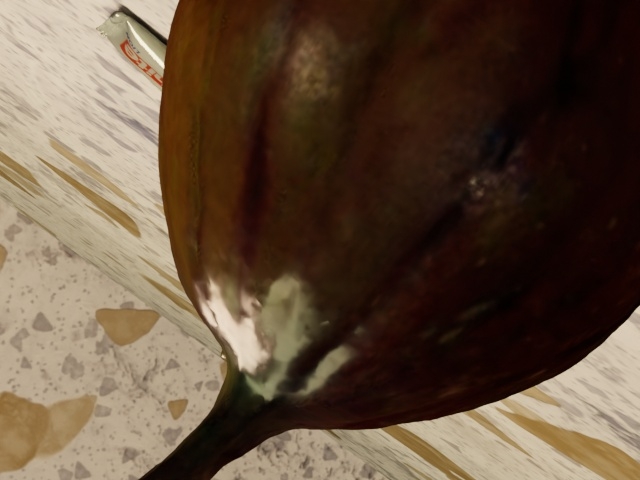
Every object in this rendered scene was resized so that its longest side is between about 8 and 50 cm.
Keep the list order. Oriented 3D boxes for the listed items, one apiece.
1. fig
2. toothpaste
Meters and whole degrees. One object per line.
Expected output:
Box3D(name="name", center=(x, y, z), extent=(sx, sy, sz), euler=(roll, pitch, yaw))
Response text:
Box3D(name="fig", center=(0.025, -0.014, 0.421), extent=(0.148, 0.202, 0.149), euler=(24, 138, -16))
Box3D(name="toothpaste", center=(-0.030, -0.046, 0.854), extent=(0.218, 0.033, 0.052), euler=(41, 165, -12))
